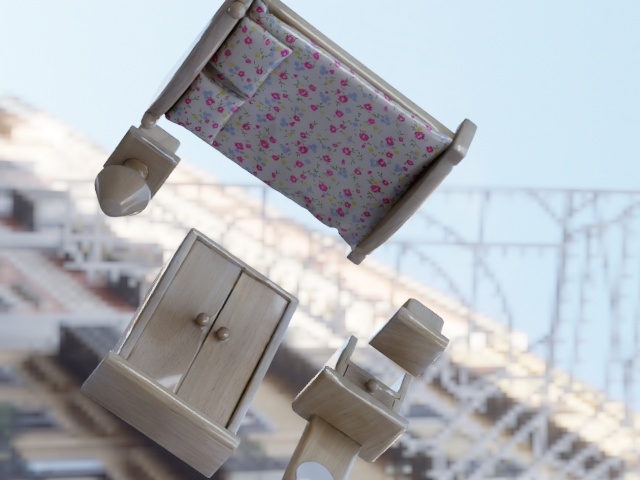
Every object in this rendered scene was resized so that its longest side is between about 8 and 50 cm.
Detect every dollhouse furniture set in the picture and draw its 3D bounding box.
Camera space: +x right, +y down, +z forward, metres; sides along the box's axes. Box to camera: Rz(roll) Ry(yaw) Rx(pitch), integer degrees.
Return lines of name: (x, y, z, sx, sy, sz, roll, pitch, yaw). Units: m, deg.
dollhouse furniture set: (0.000, 0.000, 1.335, 0.355, 0.303, 0.174, -48, -170, 39)
